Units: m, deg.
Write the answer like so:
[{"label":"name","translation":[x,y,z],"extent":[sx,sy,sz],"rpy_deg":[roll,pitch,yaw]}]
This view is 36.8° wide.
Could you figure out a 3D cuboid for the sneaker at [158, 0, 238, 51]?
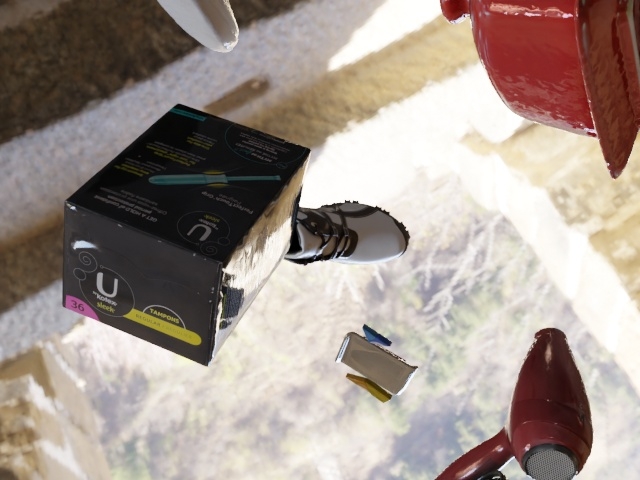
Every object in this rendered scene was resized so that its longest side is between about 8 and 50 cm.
[{"label":"sneaker","translation":[-0.111,-0.256,0.796],"extent":[0.094,0.080,0.212],"rpy_deg":[-46,129,-16]}]

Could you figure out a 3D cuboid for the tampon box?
[{"label":"tampon box","translation":[-0.097,-0.009,0.714],"extent":[0.161,0.120,0.101],"rpy_deg":[-56,163,-50]}]

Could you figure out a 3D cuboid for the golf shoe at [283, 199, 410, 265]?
[{"label":"golf shoe","translation":[0.000,0.000,1.008],"extent":[0.198,0.094,0.077],"rpy_deg":[11,119,-9]}]

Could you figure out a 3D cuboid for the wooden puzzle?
[{"label":"wooden puzzle","translation":[0.052,0.114,0.898],"extent":[0.014,0.078,0.116],"rpy_deg":[-60,180,-30]}]

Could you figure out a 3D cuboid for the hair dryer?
[{"label":"hair dryer","translation":[0.172,0.203,0.956],"extent":[0.293,0.080,0.223],"rpy_deg":[-51,-160,-18]}]

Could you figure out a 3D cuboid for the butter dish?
[{"label":"butter dish","translation":[0.121,-0.135,0.519],"extent":[0.118,0.160,0.160],"rpy_deg":[6,157,27]}]
